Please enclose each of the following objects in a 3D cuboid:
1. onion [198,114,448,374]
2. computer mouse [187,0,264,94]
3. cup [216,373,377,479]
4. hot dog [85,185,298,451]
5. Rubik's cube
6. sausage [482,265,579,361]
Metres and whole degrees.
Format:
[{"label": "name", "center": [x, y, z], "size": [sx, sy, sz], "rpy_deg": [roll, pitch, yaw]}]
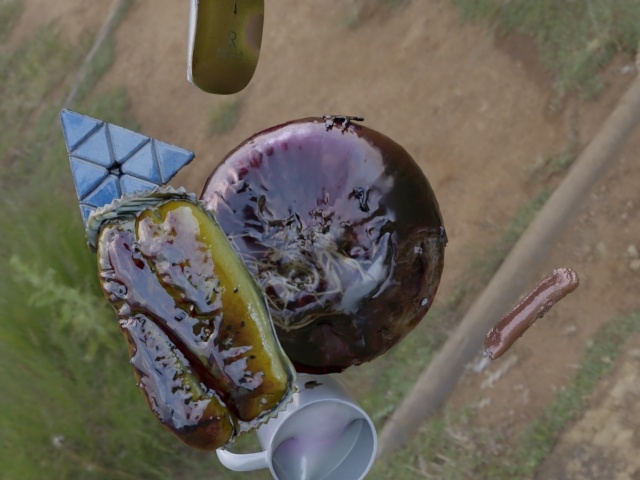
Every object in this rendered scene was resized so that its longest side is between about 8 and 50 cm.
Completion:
[{"label": "onion", "center": [0.000, 0.000, 1.395], "size": [0.314, 0.314, 0.232], "rpy_deg": [-51, 4, 11]}, {"label": "computer mouse", "center": [-0.145, -0.342, 1.744], "size": [0.056, 0.126, 0.245], "rpy_deg": [5, 91, 49]}, {"label": "cup", "center": [-0.031, 0.242, 1.448], "size": [0.173, 0.134, 0.142], "rpy_deg": [-39, 24, -2]}, {"label": "hot dog", "center": [-0.125, 0.075, 1.097], "size": [0.162, 0.270, 0.082], "rpy_deg": [-19, 12, 26]}, {"label": "Rubik's cube", "center": [-0.343, -0.112, 1.752], "size": [0.211, 0.178, 0.190], "rpy_deg": [-11, 42, 40]}, {"label": "sausage", "center": [0.244, 0.085, 1.369], "size": [0.036, 0.042, 0.158], "rpy_deg": [49, 123, 12]}]
